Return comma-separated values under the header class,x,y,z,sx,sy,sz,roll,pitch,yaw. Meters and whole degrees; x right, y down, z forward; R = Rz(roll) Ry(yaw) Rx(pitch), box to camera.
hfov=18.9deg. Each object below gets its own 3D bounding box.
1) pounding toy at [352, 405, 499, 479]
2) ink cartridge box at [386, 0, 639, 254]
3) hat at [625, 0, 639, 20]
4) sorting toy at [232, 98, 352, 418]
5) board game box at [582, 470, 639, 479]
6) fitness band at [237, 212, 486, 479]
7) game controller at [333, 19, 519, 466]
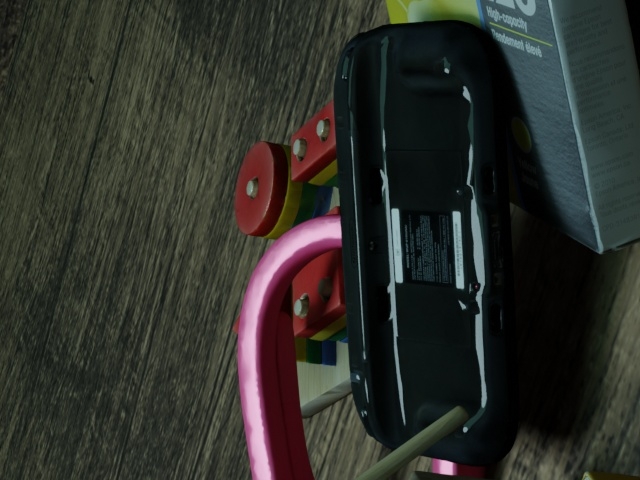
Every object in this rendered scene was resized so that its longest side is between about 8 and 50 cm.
class,x,y,z,sx,sy,sz,roll,pitch,yaw
pounding toy,0.087,0.212,1.300,0.094,0.206,0.181,53,128,58
ink cartridge box,0.124,-0.175,1.371,0.303,0.072,0.307,-141,32,-64
hat,0.211,-0.318,1.312,0.331,0.134,0.331,-171,90,-66
sorting toy,0.000,0.000,1.705,0.255,0.089,0.257,-37,49,57
board game box,0.187,0.343,1.206,0.242,0.064,0.316,56,131,57
fitness band,0.030,0.123,1.517,0.209,0.054,0.291,-10,86,39
game controller,0.076,0.003,1.384,0.166,0.067,0.319,3,99,46
